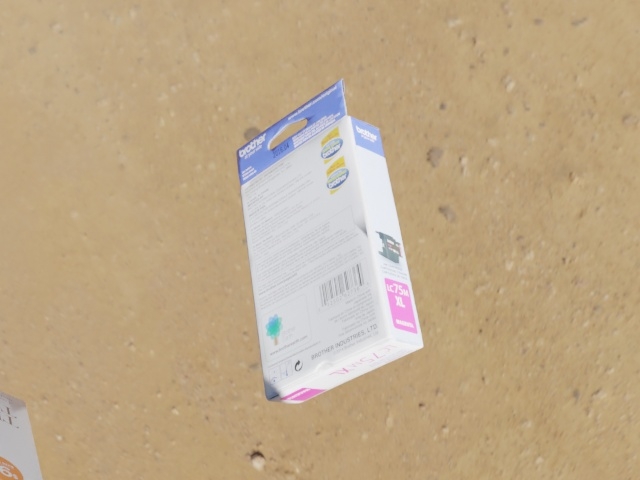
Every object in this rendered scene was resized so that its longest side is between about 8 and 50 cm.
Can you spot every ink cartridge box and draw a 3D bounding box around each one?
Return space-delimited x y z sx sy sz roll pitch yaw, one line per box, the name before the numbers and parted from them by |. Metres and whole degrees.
ink cartridge box | 0.000 0.000 1.060 0.185 0.065 0.311 -31 59 37

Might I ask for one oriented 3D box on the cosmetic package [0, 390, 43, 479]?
cosmetic package | -0.428 0.156 0.835 0.097 0.377 0.284 -57 27 3
